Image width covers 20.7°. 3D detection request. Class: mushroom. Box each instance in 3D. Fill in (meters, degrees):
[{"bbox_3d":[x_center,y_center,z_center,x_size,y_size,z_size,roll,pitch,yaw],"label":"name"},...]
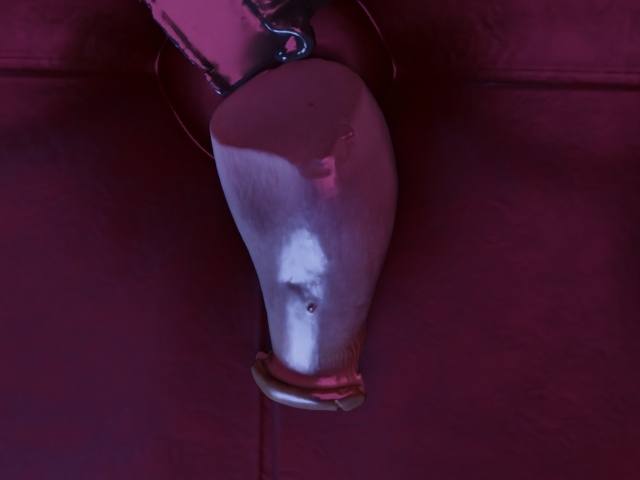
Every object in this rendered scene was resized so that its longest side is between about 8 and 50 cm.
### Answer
[{"bbox_3d":[0.000,0.000,1.132,0.116,0.093,0.225,-3,115,19],"label":"mushroom"}]

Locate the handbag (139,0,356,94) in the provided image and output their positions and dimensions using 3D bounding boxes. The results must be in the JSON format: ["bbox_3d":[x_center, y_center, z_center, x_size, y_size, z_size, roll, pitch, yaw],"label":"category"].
[{"bbox_3d":[-0.036,-0.255,1.066,0.247,0.079,0.260,-37,104,6],"label":"handbag"}]
